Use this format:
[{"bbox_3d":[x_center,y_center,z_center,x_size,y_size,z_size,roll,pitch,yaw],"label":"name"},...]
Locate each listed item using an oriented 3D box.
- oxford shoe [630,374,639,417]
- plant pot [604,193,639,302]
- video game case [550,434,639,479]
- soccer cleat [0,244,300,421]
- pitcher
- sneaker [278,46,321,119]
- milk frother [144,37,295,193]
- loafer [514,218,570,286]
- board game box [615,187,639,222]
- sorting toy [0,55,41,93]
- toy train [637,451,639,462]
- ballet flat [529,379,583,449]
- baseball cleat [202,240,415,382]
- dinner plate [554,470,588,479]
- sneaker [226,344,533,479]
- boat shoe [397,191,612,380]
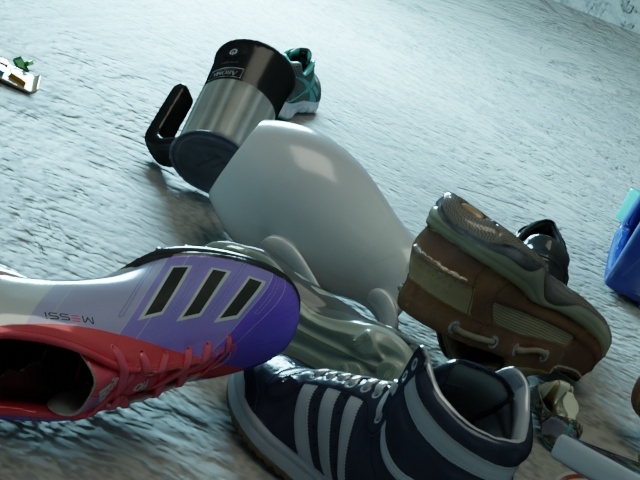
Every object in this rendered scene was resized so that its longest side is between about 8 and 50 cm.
[{"bbox_3d":[0.471,0.169,1.699,0.397,0.140,0.146,5,40,-9],"label":"oxford shoe"},{"bbox_3d":[0.468,-0.018,2.164,0.212,0.236,0.236,32,17,4],"label":"plant pot"},{"bbox_3d":[0.293,0.210,1.440,0.201,0.023,0.183,28,2,40],"label":"video game case"},{"bbox_3d":[-0.136,0.071,1.257,0.318,0.109,0.116,2,30,-36],"label":"soccer cleat"},{"bbox_3d":[0.000,0.000,1.671,0.207,0.125,0.178,37,33,1],"label":"pitcher"},{"bbox_3d":[-0.025,-0.188,2.232,0.065,0.076,0.166,27,17,5],"label":"sneaker"},{"bbox_3d":[-0.080,-0.093,1.862,0.143,0.129,0.135,48,45,-27],"label":"milk frother"},{"bbox_3d":[0.206,0.031,1.900,0.076,0.078,0.223,25,17,1],"label":"loafer"},{"bbox_3d":[0.496,0.005,2.429,0.210,0.047,0.160,10,23,-39],"label":"board game box"},{"bbox_3d":[-0.304,-0.169,1.902,0.062,0.012,0.083,21,18,-12],"label":"sorting toy"},{"bbox_3d":[0.349,0.216,1.623,0.166,0.046,0.125,13,-8,-5],"label":"toy train"},{"bbox_3d":[0.202,0.141,1.640,0.041,0.041,0.114,22,17,-10],"label":"ballet flat"},{"bbox_3d":[-0.008,0.070,1.543,0.206,0.072,0.109,33,3,19],"label":"baseball cleat"},{"bbox_3d":[0.240,0.223,1.491,0.141,0.017,0.141,22,18,-8],"label":"dinner plate"},{"bbox_3d":[0.041,0.113,1.305,0.099,0.153,0.282,13,21,-35],"label":"sneaker"},{"bbox_3d":[0.150,0.065,1.663,0.123,0.116,0.324,35,-1,36],"label":"boat shoe"}]
